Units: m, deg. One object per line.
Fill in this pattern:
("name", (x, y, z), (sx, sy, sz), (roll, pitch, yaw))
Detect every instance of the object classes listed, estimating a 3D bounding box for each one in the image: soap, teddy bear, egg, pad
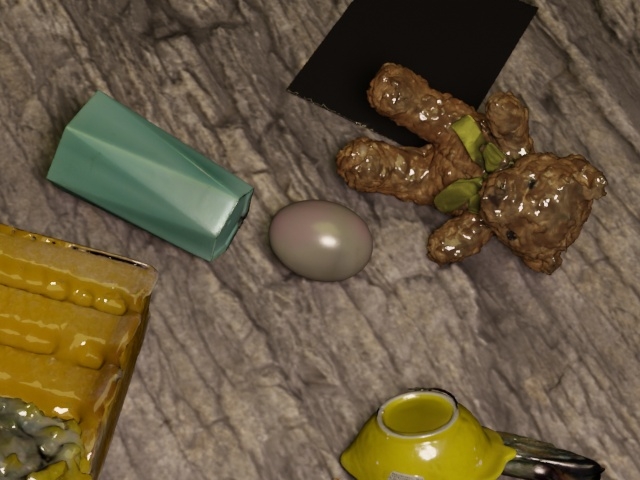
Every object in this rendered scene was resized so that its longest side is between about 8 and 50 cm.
("soap", (-0.381, 0.128, 1.803), (0.335, 0.156, 0.293), (13, 50, -1))
("teddy bear", (0.188, -0.082, 2.031), (0.296, 0.246, 0.222), (20, 12, -15))
("egg", (0.000, 0.000, 1.998), (0.135, 0.103, 0.103), (14, 53, 3))
("pad", (0.141, -0.280, 2.292), (0.248, 0.007, 0.367), (26, 53, 9))

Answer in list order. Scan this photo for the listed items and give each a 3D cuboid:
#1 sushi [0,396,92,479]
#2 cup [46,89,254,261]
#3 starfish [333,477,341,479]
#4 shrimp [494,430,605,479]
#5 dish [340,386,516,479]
("sushi", (-0.393, 0.297, 1.497), (0.351, 0.240, 0.396), (17, 27, 3))
("cup", (-0.211, -0.071, 2.005), (0.236, 0.148, 0.134), (30, 87, 6))
("starfish", (0.011, 0.309, 1.821), (0.091, 0.028, 0.078), (33, 49, 17))
("shrimp", (0.277, 0.336, 1.828), (0.445, 0.085, 0.272), (1, 49, -4))
("dish", (0.122, 0.227, 1.834), (0.208, 0.080, 0.149), (-5, 34, 6))
